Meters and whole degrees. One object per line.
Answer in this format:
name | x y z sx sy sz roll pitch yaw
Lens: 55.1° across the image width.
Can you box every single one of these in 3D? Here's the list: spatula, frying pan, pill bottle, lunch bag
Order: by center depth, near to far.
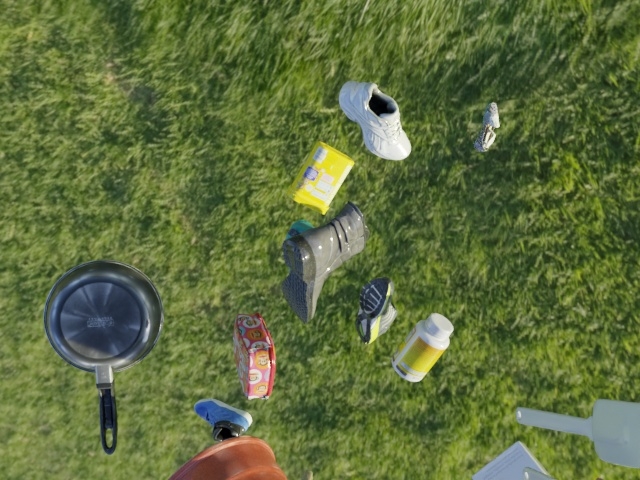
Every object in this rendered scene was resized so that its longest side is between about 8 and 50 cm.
spatula | 0.210 0.216 0.507 0.019 0.168 0.242 2 167 -5
frying pan | -0.391 0.192 1.040 0.197 0.053 0.326 21 88 -11
pill bottle | 0.321 0.331 1.918 0.117 0.117 0.215 29 117 -4
lunch bag | -0.254 0.438 2.268 0.120 0.293 0.258 -2 122 -19

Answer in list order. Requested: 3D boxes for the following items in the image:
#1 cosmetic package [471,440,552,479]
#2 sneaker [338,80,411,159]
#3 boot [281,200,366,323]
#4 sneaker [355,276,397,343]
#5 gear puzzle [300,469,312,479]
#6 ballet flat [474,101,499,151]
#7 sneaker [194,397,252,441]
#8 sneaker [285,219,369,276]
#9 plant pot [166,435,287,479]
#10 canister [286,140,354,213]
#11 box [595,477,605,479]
cosmetic package | 0.491 0.607 1.525 0.151 0.151 0.183 -40 151 4
sneaker | 0.143 -0.264 1.385 0.232 0.090 0.115 42 162 -32
boot | 0.020 0.067 1.576 0.118 0.222 0.338 47 152 25
sneaker | 0.199 0.220 2.049 0.111 0.121 0.300 51 147 30
gear puzzle | -0.056 0.406 0.578 0.044 0.175 0.339 19 99 4
ballet flat | 0.388 -0.256 1.404 0.041 0.041 0.114 17 111 4
sneaker | -0.249 0.434 1.471 0.152 0.084 0.058 14 118 16
sneaker | 0.000 0.000 1.747 0.295 0.124 0.178 -43 62 29
plant pot | -0.108 0.509 0.988 0.265 0.272 0.272 33 135 41
canister | 0.001 -0.174 1.701 0.126 0.073 0.170 26 106 -21
box | 0.437 0.421 0.772 0.148 0.232 0.127 29 85 0
